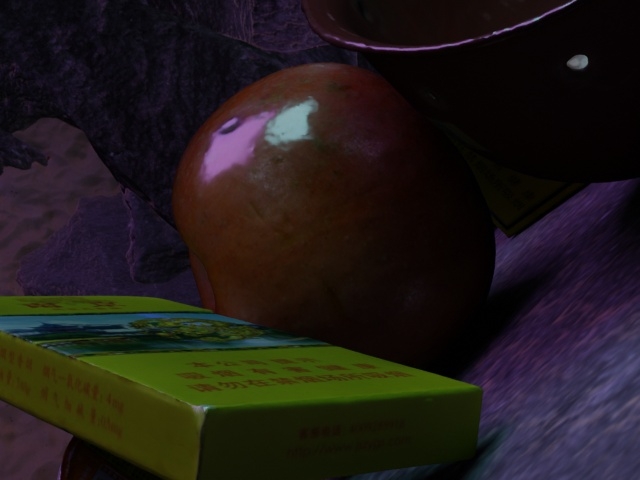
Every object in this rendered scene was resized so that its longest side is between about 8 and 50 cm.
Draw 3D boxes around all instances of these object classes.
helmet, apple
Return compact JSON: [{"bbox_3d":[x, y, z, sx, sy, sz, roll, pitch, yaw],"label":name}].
[{"bbox_3d":[0.180,-0.172,0.785,0.337,0.230,0.385,-40,30,1],"label":"helmet"},{"bbox_3d":[0.000,0.000,0.895,0.253,0.253,0.253,-44,3,3],"label":"apple"}]

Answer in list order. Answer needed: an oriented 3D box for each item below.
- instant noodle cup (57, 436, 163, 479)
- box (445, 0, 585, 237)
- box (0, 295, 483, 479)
[{"bbox_3d":[-0.122,0.217,0.719,0.185,0.168,0.168,-51,-1,28],"label":"instant noodle cup"},{"bbox_3d":[0.190,-0.112,1.015,0.064,0.141,0.220,-45,1,-38],"label":"box"},{"bbox_3d":[-0.090,0.077,0.703,0.187,0.047,0.335,1,5,-41],"label":"box"}]
